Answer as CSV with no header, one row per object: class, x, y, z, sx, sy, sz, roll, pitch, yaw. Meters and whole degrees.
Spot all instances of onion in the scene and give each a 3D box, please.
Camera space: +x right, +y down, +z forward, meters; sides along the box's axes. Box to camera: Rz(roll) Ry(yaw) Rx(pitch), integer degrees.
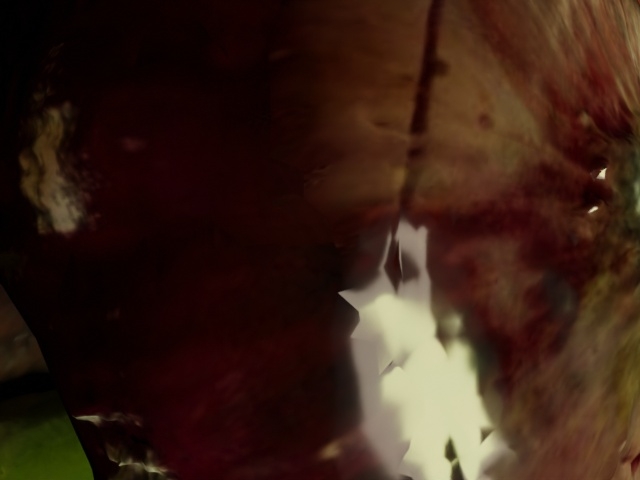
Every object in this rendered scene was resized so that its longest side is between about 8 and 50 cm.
onion,0.000,0.000,0.455,0.252,0.219,0.252,27,58,-54

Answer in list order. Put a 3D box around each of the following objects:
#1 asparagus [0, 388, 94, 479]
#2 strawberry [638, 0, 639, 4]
asparagus,-0.162,0.105,0.479,0.277,0.060,0.067,-21,131,-47
strawberry,0.194,-0.164,0.651,0.188,0.106,0.286,-39,152,-20
